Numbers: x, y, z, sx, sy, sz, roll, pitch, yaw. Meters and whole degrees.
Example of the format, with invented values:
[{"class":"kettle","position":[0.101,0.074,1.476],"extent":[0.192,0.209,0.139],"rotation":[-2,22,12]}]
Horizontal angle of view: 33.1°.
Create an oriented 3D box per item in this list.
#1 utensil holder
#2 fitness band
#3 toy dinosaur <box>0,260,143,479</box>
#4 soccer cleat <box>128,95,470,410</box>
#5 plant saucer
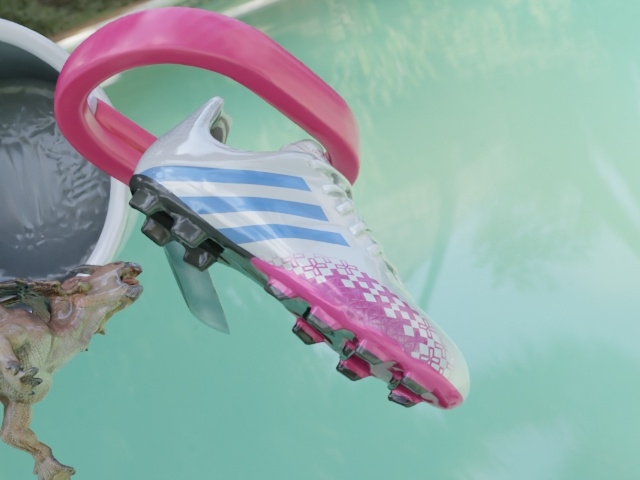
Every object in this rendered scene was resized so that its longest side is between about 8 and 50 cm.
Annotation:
[{"class":"utensil holder","position":[-0.368,-0.063,1.226],"extent":[0.327,0.327,0.385],"rotation":[-22,4,-5]},{"class":"fitness band","position":[-0.092,-0.100,0.939],"extent":[0.209,0.291,0.054],"rotation":[-20,57,31]},{"class":"toy dinosaur","position":[-0.296,0.085,0.899],"extent":[0.295,0.127,0.200],"rotation":[11,30,-29]},{"class":"soccer cleat","position":[0.000,0.000,0.866],"extent":[0.143,0.331,0.116],"rotation":[-52,-12,-17]},{"class":"plant saucer","position":[-0.171,0.040,1.403],"extent":[0.037,0.195,0.195],"rotation":[-22,17,-10]}]
